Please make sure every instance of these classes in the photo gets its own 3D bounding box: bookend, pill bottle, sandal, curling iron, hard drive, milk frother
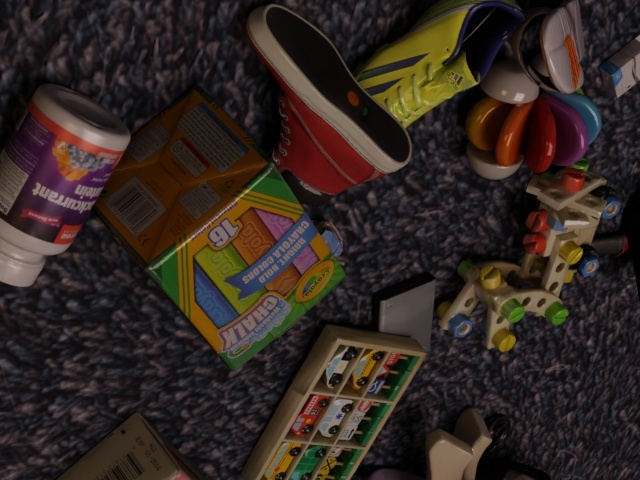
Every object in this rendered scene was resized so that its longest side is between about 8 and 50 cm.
[{"bbox_3d":[0.543,0.019,2.126,0.072,0.157,0.156,-13,94,-32],"label":"bookend"},{"bbox_3d":[-0.285,-0.053,1.462,0.108,0.108,0.193,17,111,-46],"label":"pill bottle"},{"bbox_3d":[0.274,-0.236,1.741,0.265,0.076,0.102,-46,127,-68],"label":"sandal"},{"bbox_3d":[0.456,0.017,2.188,0.274,0.035,0.068,1,122,-40],"label":"curling iron"},{"bbox_3d":[0.115,0.115,1.996,0.094,0.022,0.135,-21,134,-26],"label":"hard drive"},{"bbox_3d":[0.311,0.370,2.280,0.129,0.134,0.143,-53,154,-42],"label":"milk frother"}]

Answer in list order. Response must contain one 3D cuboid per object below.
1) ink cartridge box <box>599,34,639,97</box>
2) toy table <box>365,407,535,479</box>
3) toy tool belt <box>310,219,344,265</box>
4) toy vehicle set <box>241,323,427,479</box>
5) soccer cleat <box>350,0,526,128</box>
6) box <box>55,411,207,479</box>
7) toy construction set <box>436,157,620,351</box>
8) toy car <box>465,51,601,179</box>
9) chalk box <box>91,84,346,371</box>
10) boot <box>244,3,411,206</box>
[{"bbox_3d":[0.425,-0.241,1.958,0.083,0.028,0.048,-39,139,-8],"label":"ink cartridge box"},{"bbox_3d":[0.213,0.387,2.148,0.274,0.252,0.161,24,117,-40],"label":"toy table"},{"bbox_3d":[0.000,0.000,1.784,0.052,0.051,0.083,-45,139,-1],"label":"toy tool belt"},{"bbox_3d":[0.018,0.240,1.985,0.166,0.035,0.267,11,118,-38],"label":"toy vehicle set"},{"bbox_3d":[0.121,-0.191,1.675,0.289,0.121,0.093,-48,139,3],"label":"soccer cleat"},{"bbox_3d":[-0.212,0.355,1.841,0.148,0.127,0.232,-41,139,-6],"label":"box"},{"bbox_3d":[0.300,0.002,1.964,0.215,0.151,0.328,-12,145,-31],"label":"toy construction set"},{"bbox_3d":[0.282,-0.148,1.833,0.182,0.136,0.159,-16,131,-30],"label":"toy car"},{"bbox_3d":[-0.105,0.007,1.608,0.179,0.180,0.289,-40,140,-5],"label":"chalk box"},{"bbox_3d":[-0.038,-0.142,1.617,0.176,0.088,0.244,-24,118,38],"label":"boot"}]
